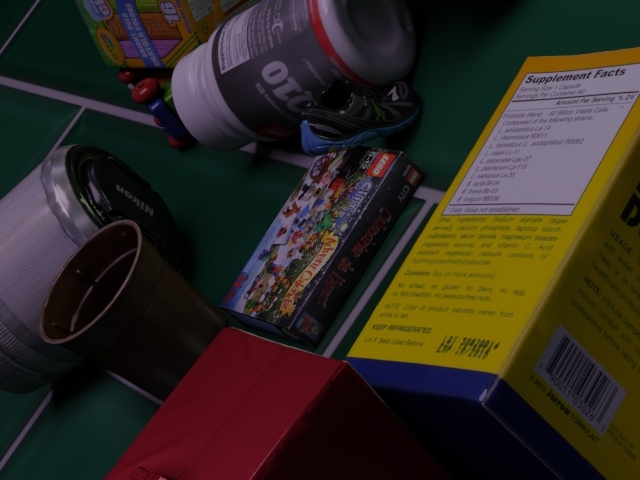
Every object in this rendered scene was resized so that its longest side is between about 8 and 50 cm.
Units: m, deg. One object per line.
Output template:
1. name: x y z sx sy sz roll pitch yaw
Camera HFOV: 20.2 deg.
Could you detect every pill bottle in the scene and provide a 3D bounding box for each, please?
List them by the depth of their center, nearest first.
1. pill bottle: -0.037 -0.216 2.166 0.283 0.161 0.161 -24 38 39

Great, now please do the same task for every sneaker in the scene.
1. sneaker: 0.045 -0.150 2.005 0.067 0.078 0.188 -3 14 43

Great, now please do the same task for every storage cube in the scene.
1. storage cube: -0.033 0.212 1.451 0.193 0.215 0.183 -52 31 -18

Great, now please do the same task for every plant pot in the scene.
1. plant pot: -0.203 0.090 2.043 0.167 0.165 0.167 -35 32 26

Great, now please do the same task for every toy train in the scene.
1. toy train: -0.198 -0.237 2.487 0.143 0.105 0.248 -38 30 0

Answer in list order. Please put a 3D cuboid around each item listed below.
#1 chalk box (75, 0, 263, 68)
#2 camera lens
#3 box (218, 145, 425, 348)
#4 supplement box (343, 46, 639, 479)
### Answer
1. chalk box: -0.216 -0.347 2.419 0.289 0.179 0.180 7 38 46
2. camera lens: -0.323 0.033 2.217 0.274 0.219 0.219 -40 31 19
3. box: 0.000 0.000 1.986 0.233 0.044 0.159 -57 30 -12
4. supplement box: 0.211 0.034 1.481 0.194 0.195 0.357 2 55 55
